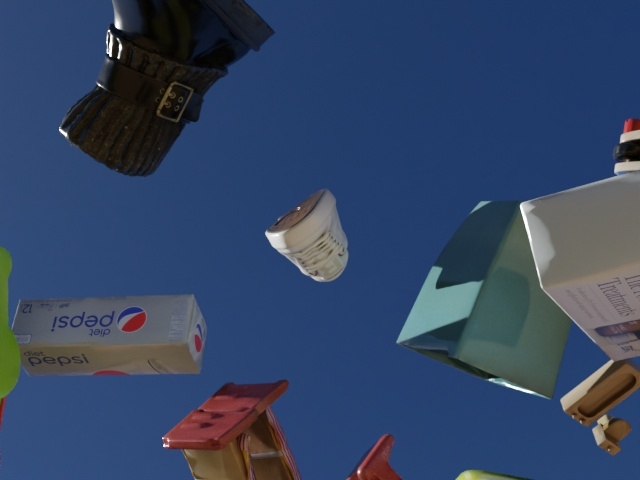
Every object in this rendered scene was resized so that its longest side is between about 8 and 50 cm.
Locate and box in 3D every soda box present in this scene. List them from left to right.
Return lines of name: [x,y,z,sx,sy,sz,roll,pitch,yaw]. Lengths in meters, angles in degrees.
soda box: [-0.327,0.149,1.482,0.286,0.091,0.098,-2,-36,8]

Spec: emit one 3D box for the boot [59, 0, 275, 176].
boot: [-0.218,-0.215,1.067,0.260,0.131,0.348,-44,-29,8]

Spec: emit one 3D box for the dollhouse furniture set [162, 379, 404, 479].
dollhouse furniture set: [0.005,0.297,1.188,0.374,0.152,0.201,-7,-71,37]

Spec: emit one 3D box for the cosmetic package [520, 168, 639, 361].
cosmetic package: [0.396,0.019,0.974,0.284,0.097,0.377,-19,-24,21]

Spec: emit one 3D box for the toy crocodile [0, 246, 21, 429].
toy crocodile: [-0.265,0.151,0.654,0.115,0.340,0.105,-19,-40,17]

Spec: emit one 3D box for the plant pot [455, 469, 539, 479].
plant pot: [0.115,0.217,0.324,0.227,0.228,0.207,5,-47,34]

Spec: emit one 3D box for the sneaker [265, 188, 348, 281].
sneaker: [0.000,0.000,1.354,0.106,0.290,0.123,-33,-87,5]

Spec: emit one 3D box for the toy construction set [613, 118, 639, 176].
toy construction set: [0.626,-0.161,1.453,0.257,0.237,0.308,34,-103,-1]

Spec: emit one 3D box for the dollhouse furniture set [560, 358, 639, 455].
dollhouse furniture set: [0.446,0.254,1.308,0.151,0.123,0.144,35,-65,-22]

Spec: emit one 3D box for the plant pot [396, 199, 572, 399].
plant pot: [0.246,0.070,1.315,0.166,0.165,0.234,24,-98,-22]
